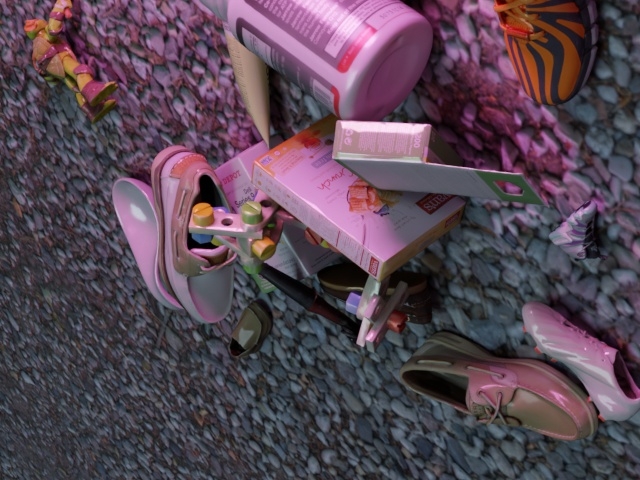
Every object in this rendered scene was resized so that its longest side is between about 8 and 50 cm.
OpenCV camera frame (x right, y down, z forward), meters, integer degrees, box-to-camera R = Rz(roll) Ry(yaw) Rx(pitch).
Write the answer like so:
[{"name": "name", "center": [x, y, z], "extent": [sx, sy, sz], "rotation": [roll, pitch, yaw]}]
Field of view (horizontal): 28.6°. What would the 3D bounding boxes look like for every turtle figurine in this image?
[{"name": "turtle figurine", "center": [-0.439, -0.314, 2.137], "extent": [0.217, 0.087, 0.269], "rotation": [48, 145, 11]}]

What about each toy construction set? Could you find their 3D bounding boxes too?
[{"name": "toy construction set", "center": [0.000, 0.000, 1.736], "extent": [0.327, 0.215, 0.151], "rotation": [33, 139, 10]}]

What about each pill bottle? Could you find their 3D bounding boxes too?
[{"name": "pill bottle", "center": [-0.012, -0.282, 1.578], "extent": [0.283, 0.161, 0.161], "rotation": [39, 143, 22]}]

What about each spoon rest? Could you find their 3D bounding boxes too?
[{"name": "spoon rest", "center": [-0.296, 0.012, 2.248], "extent": [0.137, 0.084, 0.276], "rotation": [-10, 111, 53]}]

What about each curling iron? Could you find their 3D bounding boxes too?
[{"name": "curling iron", "center": [-0.005, 0.093, 1.889], "extent": [0.274, 0.035, 0.068], "rotation": [38, 170, -39]}]

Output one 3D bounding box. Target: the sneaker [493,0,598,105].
[{"name": "sneaker", "center": [0.191, -0.269, 1.323], "extent": [0.124, 0.180, 0.321], "rotation": [15, 130, 44]}]

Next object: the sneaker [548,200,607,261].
[{"name": "sneaker", "center": [0.325, -0.004, 1.519], "extent": [0.069, 0.038, 0.098], "rotation": [48, 155, 7]}]

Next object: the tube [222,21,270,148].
[{"name": "tube", "center": [-0.101, -0.255, 1.805], "extent": [0.062, 0.070, 0.240], "rotation": [10, 129, 22]}]

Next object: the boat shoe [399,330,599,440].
[{"name": "boat shoe", "center": [0.244, 0.217, 1.749], "extent": [0.302, 0.098, 0.109], "rotation": [21, 134, 40]}]

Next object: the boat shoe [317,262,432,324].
[{"name": "boat shoe", "center": [0.078, 0.082, 1.858], "extent": [0.207, 0.073, 0.073], "rotation": [11, 125, 46]}]

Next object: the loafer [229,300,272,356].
[{"name": "loafer", "center": [-0.125, 0.162, 2.195], "extent": [0.056, 0.050, 0.148], "rotation": [41, 144, 20]}]

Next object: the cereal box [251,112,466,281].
[{"name": "cereal box", "center": [0.050, -0.065, 1.678], "extent": [0.240, 0.173, 0.047], "rotation": [37, 141, 24]}]

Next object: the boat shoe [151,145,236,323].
[{"name": "boat shoe", "center": [-0.184, 0.008, 1.918], "extent": [0.103, 0.113, 0.302], "rotation": [29, 140, 48]}]

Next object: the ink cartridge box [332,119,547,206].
[{"name": "ink cartridge box", "center": [0.151, -0.094, 1.536], "extent": [0.235, 0.171, 0.056], "rotation": [5, 81, 21]}]

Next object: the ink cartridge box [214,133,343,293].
[{"name": "ink cartridge box", "center": [-0.077, -0.039, 1.927], "extent": [0.154, 0.093, 0.212], "rotation": [-22, 99, 56]}]

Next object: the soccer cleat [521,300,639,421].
[{"name": "soccer cleat", "center": [0.341, 0.145, 1.608], "extent": [0.196, 0.068, 0.076], "rotation": [49, 131, 7]}]
